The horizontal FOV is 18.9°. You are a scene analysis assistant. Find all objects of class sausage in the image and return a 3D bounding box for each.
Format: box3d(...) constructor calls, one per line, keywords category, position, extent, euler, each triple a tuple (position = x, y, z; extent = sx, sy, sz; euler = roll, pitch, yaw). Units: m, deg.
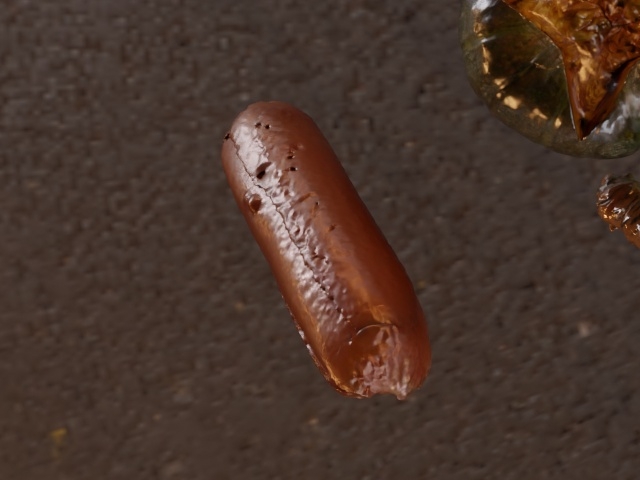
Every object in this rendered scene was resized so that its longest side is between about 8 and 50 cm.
box3d(category="sausage", position=(0.000, 0.000, 1.586), extent=(0.102, 0.102, 0.330), euler=(-54, 43, 26))

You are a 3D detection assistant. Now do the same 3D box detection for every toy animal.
box3d(category="toy animal", position=(0.328, 0.001, 1.695), extent=(0.099, 0.057, 0.241), euler=(-30, 40, -2))

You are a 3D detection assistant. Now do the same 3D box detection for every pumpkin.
box3d(category="pumpkin", position=(0.244, -0.189, 1.737), extent=(0.238, 0.159, 0.238), euler=(1, 83, -6))
